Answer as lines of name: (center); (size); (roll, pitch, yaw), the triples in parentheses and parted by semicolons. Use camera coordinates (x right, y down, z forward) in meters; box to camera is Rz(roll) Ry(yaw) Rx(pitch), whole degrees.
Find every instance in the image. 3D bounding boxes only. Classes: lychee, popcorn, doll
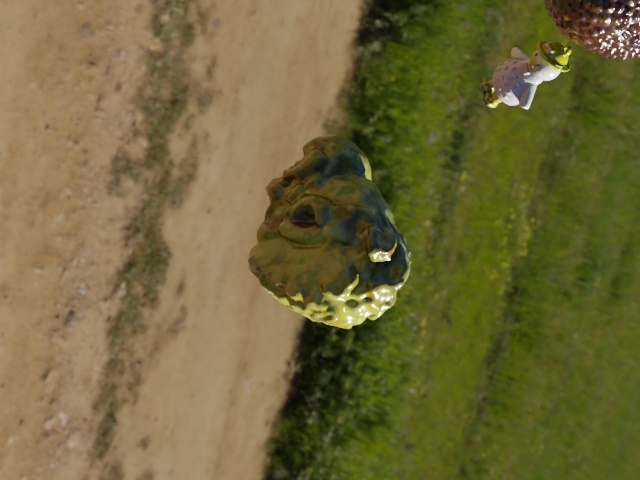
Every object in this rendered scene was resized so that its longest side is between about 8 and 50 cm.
lychee: (0.538, -0.452, 1.923); (0.271, 0.236, 0.235); (39, 68, -26)
popcorn: (0.000, 0.000, 1.531); (0.225, 0.285, 0.174); (-26, 153, 6)
doll: (0.388, -0.312, 1.965); (0.081, 0.207, 0.129); (10, 65, -37)
